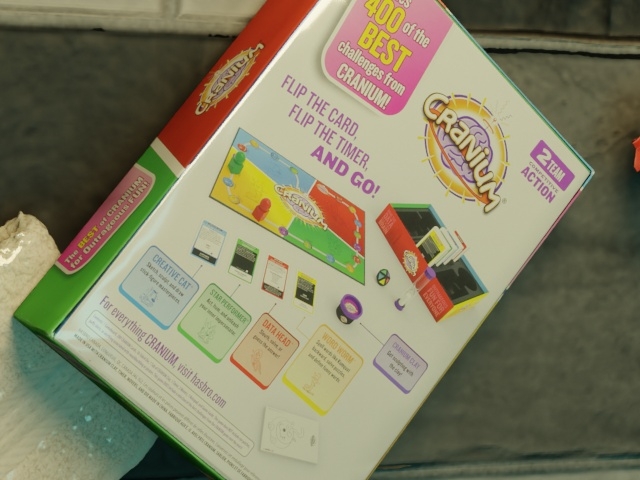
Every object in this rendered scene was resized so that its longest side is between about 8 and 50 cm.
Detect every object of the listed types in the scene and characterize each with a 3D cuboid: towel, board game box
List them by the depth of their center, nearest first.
[{"bbox_3d":[-0.239,0.132,1.087,0.282,0.049,0.187,-40,125,-21],"label":"towel"},{"bbox_3d":[0.000,0.000,1.133,0.242,0.064,0.316,44,77,-28],"label":"board game box"}]

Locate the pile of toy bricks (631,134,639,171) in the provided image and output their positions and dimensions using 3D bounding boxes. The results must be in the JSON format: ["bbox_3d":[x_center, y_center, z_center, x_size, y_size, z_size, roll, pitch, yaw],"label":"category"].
[{"bbox_3d":[0.305,-0.111,1.246,0.212,0.118,0.105,-32,90,9],"label":"pile of toy bricks"}]
